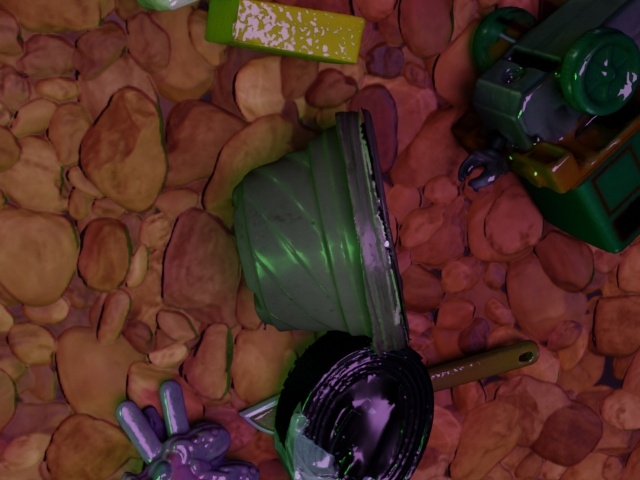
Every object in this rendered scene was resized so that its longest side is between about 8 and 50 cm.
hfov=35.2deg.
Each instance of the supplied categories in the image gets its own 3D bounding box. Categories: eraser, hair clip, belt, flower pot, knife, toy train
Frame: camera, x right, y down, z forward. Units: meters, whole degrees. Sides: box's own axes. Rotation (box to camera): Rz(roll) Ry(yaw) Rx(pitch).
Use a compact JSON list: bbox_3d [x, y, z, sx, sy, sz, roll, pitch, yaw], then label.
[{"bbox_3d":[-0.034,-0.192,0.921,0.122,0.097,0.045,6,100,-21],"label":"eraser"},{"bbox_3d":[-0.115,0.275,0.996,0.137,0.090,0.279,-22,109,-25],"label":"hair clip"},{"bbox_3d":[0.031,0.184,1.014,0.151,0.078,0.198,10,103,-23],"label":"belt"},{"bbox_3d":[0.000,0.000,0.932,0.140,0.235,0.236,-12,107,5],"label":"flower pot"},{"bbox_3d":[0.079,0.148,1.078,0.343,0.027,0.061,-14,112,-15],"label":"knife"},{"bbox_3d":[0.321,-0.165,1.032,0.429,0.178,0.249,-41,123,-8],"label":"toy train"}]

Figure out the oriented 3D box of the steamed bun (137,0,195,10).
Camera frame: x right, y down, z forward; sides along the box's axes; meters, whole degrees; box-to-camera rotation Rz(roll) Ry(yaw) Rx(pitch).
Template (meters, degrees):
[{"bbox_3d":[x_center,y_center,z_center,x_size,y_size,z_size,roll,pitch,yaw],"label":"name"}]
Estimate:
[{"bbox_3d":[-0.078,-0.307,0.849,0.241,0.146,0.164,-26,114,-15],"label":"steamed bun"}]
